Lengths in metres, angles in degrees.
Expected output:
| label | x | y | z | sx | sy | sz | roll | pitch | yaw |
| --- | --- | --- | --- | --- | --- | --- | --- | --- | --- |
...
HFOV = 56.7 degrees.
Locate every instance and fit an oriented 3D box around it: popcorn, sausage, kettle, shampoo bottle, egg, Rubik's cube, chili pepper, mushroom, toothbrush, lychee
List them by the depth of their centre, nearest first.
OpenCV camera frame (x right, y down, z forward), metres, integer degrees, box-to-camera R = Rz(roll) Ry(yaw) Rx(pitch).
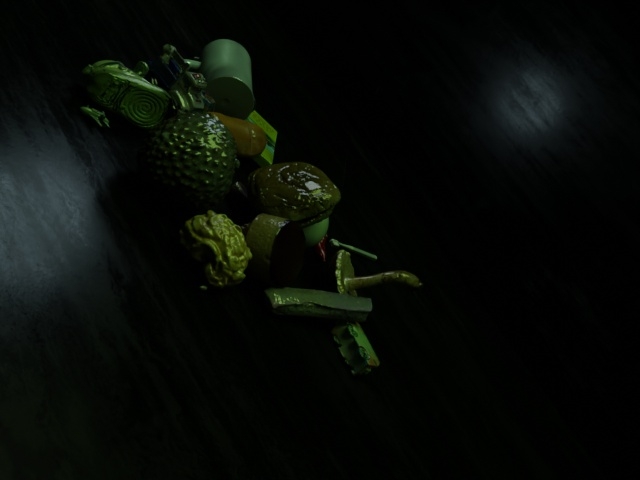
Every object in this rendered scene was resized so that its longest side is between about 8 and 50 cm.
| label | x | y | z | sx | sy | sz | roll | pitch | yaw |
| --- | --- | --- | --- | --- | --- | --- | --- | --- | --- |
| popcorn | -0.249 | 0.022 | 1.469 | 0.194 | 0.140 | 0.163 | 57 | 26 | 11 |
| lychee | -0.336 | -0.202 | 1.534 | 0.274 | 0.255 | 0.255 | -7 | 53 | -27 |
| shampoo bottle | -0.199 | -0.073 | 1.835 | 0.236 | 0.068 | 0.067 | 50 | 21 | 3 |
| egg | -0.065 | -0.071 | 1.936 | 0.183 | 0.183 | 0.264 | 44 | 11 | -17 |
| mushroom | 0.150 | 0.111 | 1.942 | 0.208 | 0.302 | 0.233 | 46 | -19 | 42 |
| Rubik's cube | -0.408 | -0.455 | 2.002 | 0.111 | 0.111 | 0.093 | -106 | 176 | -46 |
| sausage | -0.295 | -0.351 | 2.022 | 0.354 | 0.116 | 0.134 | 1 | 83 | -65 |
| chili pepper | 0.000 | 0.000 | 2.150 | 0.051 | 0.059 | 0.268 | 7 | 34 | -4 |
| kettle | -0.371 | -0.599 | 2.180 | 0.265 | 0.205 | 0.318 | 39 | 26 | -36 |
| toothbrush | 0.136 | 0.040 | 2.386 | 0.342 | 0.025 | 0.030 | 19 | 42 | -54 |

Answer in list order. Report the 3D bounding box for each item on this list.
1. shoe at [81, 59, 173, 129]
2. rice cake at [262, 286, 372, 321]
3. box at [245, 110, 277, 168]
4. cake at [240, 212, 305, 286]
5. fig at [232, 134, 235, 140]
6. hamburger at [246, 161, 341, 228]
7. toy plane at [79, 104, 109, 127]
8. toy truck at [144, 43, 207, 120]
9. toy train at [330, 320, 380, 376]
| label | x | y | z | sx | sy | sz | roll | pitch | yaw |
| --- | --- | --- | --- | --- | --- | --- | --- | --- | --- |
| shoe | -0.520 | -0.410 | 1.627 | 0.262 | 0.140 | 0.128 | 13 | 48 | -53 |
| rice cake | 0.001 | 0.187 | 1.701 | 0.399 | 0.064 | 0.070 | 11 | 37 | -40 |
| box | -0.257 | -0.412 | 2.313 | 0.187 | 0.047 | 0.335 | 43 | 23 | -22 |
| cake | -0.162 | 0.024 | 1.632 | 0.207 | 0.178 | 0.185 | 49 | 55 | -54 |
| fig | -0.338 | -0.270 | 1.799 | 0.148 | 0.202 | 0.149 | -37 | 101 | -32 |
| hamburger | -0.082 | -0.145 | 1.765 | 0.285 | 0.266 | 0.134 | -126 | -158 | -44 |
| toy plane | -0.574 | -0.319 | 1.517 | 0.083 | 0.033 | 0.080 | 33 | 16 | -38 |
| toy truck | -0.447 | -0.479 | 1.848 | 0.213 | 0.177 | 0.161 | 51 | 19 | 3 |
| toy train | 0.103 | 0.318 | 1.780 | 0.099 | 0.072 | 0.188 | 18 | 37 | -52 |
